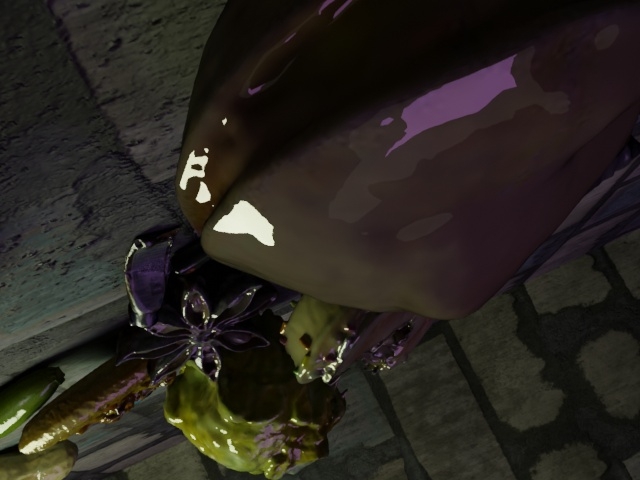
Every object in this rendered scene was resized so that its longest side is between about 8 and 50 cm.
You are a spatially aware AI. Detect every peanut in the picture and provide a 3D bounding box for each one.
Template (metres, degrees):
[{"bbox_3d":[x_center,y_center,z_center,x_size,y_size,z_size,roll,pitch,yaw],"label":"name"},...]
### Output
[{"bbox_3d":[-0.639,0.495,1.811,0.257,0.123,0.123,-22,165,-21],"label":"peanut"}]

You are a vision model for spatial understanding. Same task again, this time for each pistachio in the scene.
[{"bbox_3d":[0.072,-0.090,0.608,0.365,0.281,0.445,-26,170,-16],"label":"pistachio"}]

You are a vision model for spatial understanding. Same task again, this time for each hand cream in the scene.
[{"bbox_3d":[-0.213,0.044,1.062,0.062,0.039,0.163,-12,139,-30],"label":"hand cream"}]

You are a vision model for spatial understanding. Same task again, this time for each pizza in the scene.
[{"bbox_3d":[-0.322,0.226,1.352,0.258,0.087,0.268,-43,171,39],"label":"pizza"}]

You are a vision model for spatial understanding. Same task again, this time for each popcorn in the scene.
[{"bbox_3d":[-0.120,0.264,1.525,0.312,0.312,0.312,-24,166,-7],"label":"popcorn"}]

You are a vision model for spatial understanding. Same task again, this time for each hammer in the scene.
[{"bbox_3d":[-0.068,-0.033,1.072,0.288,0.033,0.111,-30,166,18],"label":"hammer"}]

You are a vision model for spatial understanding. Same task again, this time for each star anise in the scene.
[{"bbox_3d":[-0.181,0.109,1.242,0.236,0.109,0.223,0,131,-30],"label":"star anise"}]

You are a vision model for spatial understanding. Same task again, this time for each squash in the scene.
[{"bbox_3d":[-0.478,0.256,1.342,0.201,0.066,0.066,-34,164,19],"label":"squash"}]

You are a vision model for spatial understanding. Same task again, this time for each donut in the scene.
[{"bbox_3d":[0.096,0.103,1.464,0.307,0.150,0.371,-52,157,14],"label":"donut"}]

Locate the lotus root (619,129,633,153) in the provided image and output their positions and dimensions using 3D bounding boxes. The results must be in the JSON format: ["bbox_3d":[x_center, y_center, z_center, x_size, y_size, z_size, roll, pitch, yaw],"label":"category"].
[{"bbox_3d":[0.284,-0.134,1.089,0.314,0.141,0.169,-21,161,-12],"label":"lotus root"}]

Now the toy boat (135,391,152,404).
[{"bbox_3d":[-0.377,0.282,1.573,0.186,0.075,0.077,-26,163,-16],"label":"toy boat"}]

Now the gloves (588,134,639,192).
[{"bbox_3d":[0.424,-0.134,1.439,0.286,0.119,0.142,-18,133,-15],"label":"gloves"}]
